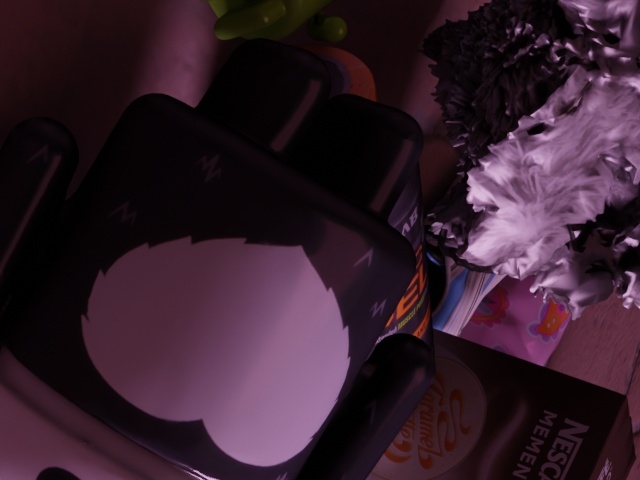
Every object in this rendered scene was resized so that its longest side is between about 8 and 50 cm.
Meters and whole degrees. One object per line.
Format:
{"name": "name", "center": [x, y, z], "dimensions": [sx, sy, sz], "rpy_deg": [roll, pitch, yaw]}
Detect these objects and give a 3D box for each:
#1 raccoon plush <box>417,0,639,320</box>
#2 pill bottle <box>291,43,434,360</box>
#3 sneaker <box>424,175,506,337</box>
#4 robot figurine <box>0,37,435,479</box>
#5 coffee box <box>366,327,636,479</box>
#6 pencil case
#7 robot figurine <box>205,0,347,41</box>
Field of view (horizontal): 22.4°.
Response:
{"name": "raccoon plush", "center": [0.188, -0.173, 1.022], "dimensions": [0.299, 0.216, 0.446], "rpy_deg": [-97, -163, -48]}
{"name": "pill bottle", "center": [0.000, 0.000, 0.997], "dimensions": [0.130, 0.130, 0.246], "rpy_deg": [-53, 149, -36]}
{"name": "sneaker", "center": [0.103, 0.006, 1.277], "dimensions": [0.237, 0.085, 0.086], "rpy_deg": [-57, 144, -36]}
{"name": "robot figurine", "center": [-0.060, 0.037, 0.812], "dimensions": [0.278, 0.209, 0.173], "rpy_deg": [-59, 162, 0]}
{"name": "coffee box", "center": [0.073, 0.141, 1.105], "dimensions": [0.141, 0.246, 0.098], "rpy_deg": [-60, 153, -25]}
{"name": "pencil case", "center": [0.115, 0.102, 1.329], "dimensions": [0.284, 0.124, 0.124], "rpy_deg": [-55, 150, -32]}
{"name": "robot figurine", "center": [-0.021, -0.156, 0.919], "dimensions": [0.115, 0.067, 0.101], "rpy_deg": [-44, 113, -45]}
